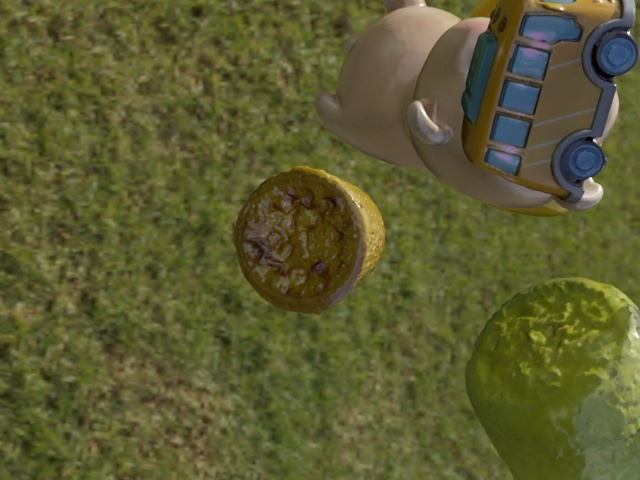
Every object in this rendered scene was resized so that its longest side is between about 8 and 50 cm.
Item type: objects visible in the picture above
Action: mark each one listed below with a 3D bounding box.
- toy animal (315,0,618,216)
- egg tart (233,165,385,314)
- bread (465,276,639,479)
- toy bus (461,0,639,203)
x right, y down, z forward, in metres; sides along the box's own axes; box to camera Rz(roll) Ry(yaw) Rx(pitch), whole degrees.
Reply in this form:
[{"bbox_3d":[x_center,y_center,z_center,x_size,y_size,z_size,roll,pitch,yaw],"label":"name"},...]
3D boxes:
[{"bbox_3d":[0.180,-0.173,1.357,0.277,0.345,0.247,-66,174,18],"label":"toy animal"},{"bbox_3d":[0.000,0.000,1.669,0.147,0.202,0.202,-1,92,-64],"label":"egg tart"},{"bbox_3d":[0.421,0.244,1.908,0.308,0.348,0.348,55,49,-34],"label":"bread"},{"bbox_3d":[0.211,-0.152,1.151,0.126,0.136,0.209,-94,-164,-68],"label":"toy bus"}]
